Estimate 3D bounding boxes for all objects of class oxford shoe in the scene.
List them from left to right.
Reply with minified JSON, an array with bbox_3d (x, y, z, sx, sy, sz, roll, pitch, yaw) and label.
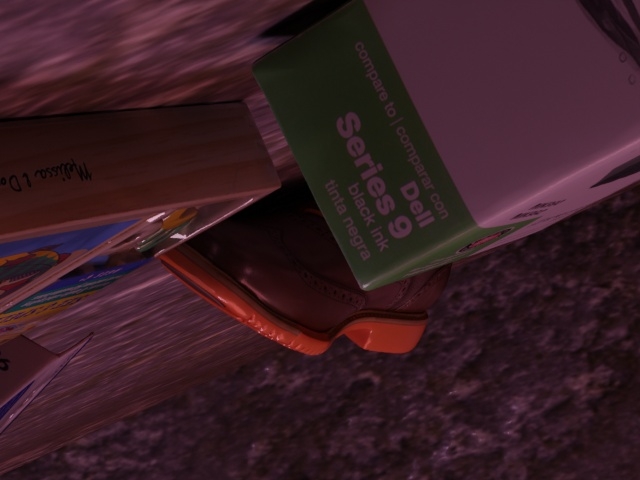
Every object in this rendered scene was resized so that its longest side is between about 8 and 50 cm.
[{"bbox_3d":[0.000,0.000,1.200,0.133,0.130,0.363,-59,158,10],"label":"oxford shoe"}]

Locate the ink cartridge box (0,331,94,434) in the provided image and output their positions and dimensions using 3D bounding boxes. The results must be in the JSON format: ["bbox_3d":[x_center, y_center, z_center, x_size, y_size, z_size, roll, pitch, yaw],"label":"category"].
[{"bbox_3d":[-0.294,0.154,1.061,0.165,0.065,0.332,-45,178,33],"label":"ink cartridge box"}]

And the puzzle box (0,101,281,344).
[{"bbox_3d":[-0.228,0.030,0.706,0.272,0.052,0.409,-27,173,30],"label":"puzzle box"}]

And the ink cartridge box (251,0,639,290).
[{"bbox_3d":[0.150,-0.102,0.720,0.289,0.121,0.211,-29,173,31],"label":"ink cartridge box"}]
